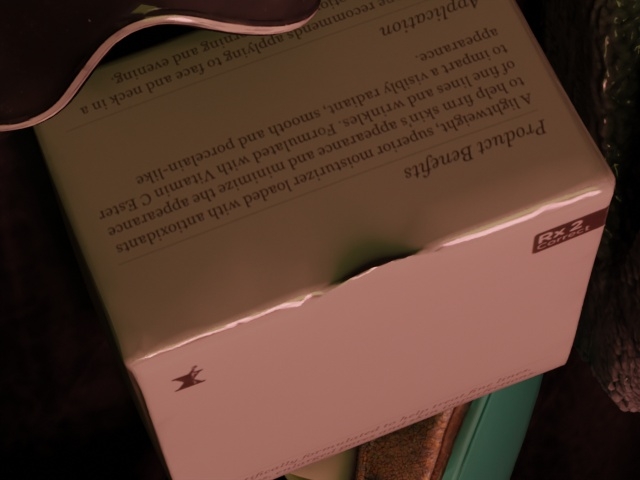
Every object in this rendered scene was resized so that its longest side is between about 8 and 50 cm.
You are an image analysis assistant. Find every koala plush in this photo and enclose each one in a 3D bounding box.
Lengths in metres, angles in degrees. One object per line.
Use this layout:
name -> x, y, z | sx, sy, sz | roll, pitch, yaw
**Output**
koala plush -> 0.222, -0.030, 0.783 | 0.221, 0.196, 0.203 | -11, 132, -19

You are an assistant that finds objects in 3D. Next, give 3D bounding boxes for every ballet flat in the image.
ballet flat -> 0.022, 0.146, 0.849 | 0.107, 0.106, 0.316 | 15, 90, -68

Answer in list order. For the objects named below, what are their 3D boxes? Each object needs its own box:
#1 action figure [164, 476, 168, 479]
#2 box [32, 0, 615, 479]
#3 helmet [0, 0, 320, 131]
action figure -> -0.176, 0.174, 0.807 | 0.341, 0.178, 0.330 | -57, 136, -14
box -> 0.000, 0.000, 0.705 | 0.181, 0.119, 0.182 | -21, 156, -8
helmet -> -0.076, -0.128, 0.601 | 0.161, 0.169, 0.169 | -28, 130, 20
